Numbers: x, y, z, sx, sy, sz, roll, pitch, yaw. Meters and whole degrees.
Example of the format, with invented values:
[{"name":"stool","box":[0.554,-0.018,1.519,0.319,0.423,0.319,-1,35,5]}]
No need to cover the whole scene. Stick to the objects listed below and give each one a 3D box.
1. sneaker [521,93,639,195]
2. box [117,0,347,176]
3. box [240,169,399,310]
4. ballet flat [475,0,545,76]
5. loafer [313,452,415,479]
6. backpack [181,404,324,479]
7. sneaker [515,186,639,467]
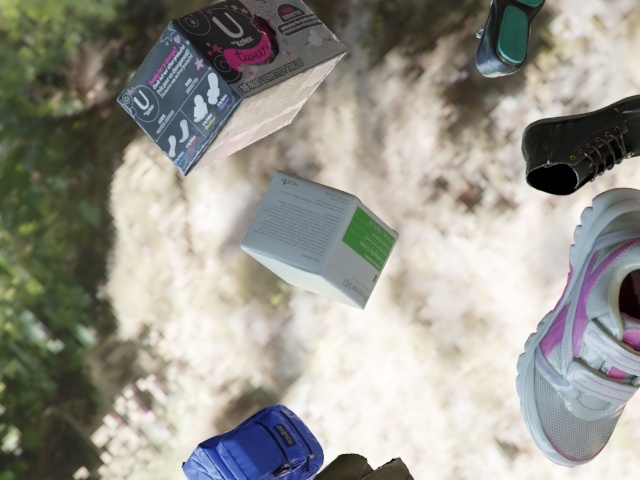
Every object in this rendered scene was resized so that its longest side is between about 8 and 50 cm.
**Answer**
[{"name":"sneaker","box":[0.367,-0.113,2.191,0.118,0.222,0.083,-80,-26,-56]},{"name":"box","box":[-0.112,-0.217,2.221,0.142,0.163,0.247,47,-142,8]},{"name":"box","box":[0.000,0.000,1.649,0.102,0.087,0.101,20,169,34]},{"name":"ballet flat","box":[0.232,-0.280,2.123,0.074,0.074,0.203,34,-126,-23]},{"name":"loafer","box":[0.015,0.288,1.941,0.251,0.094,0.087,3,-114,-46]},{"name":"backpack","box":[-0.054,0.220,1.701,0.120,0.101,0.098,-23,-106,-40]},{"name":"sneaker","box":[0.248,0.085,1.484,0.103,0.252,0.111,9,-165,-19]}]
